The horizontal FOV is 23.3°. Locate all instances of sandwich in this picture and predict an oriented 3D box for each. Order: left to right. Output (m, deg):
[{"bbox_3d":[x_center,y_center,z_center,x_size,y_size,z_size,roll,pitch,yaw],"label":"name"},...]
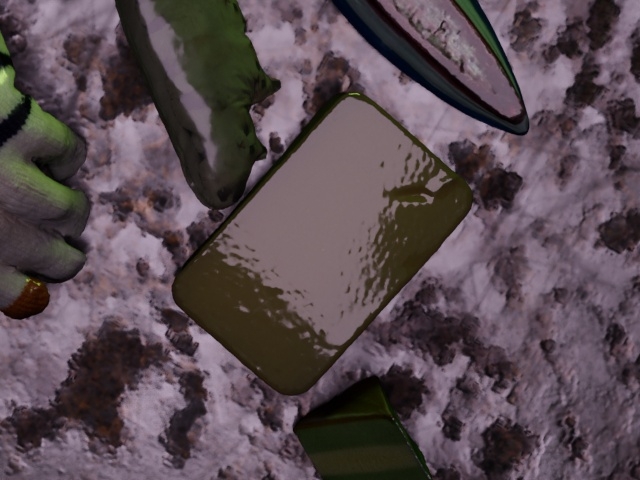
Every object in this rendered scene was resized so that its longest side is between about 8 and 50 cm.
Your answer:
[{"bbox_3d":[0.030,0.153,1.082,0.074,0.116,0.074,-31,98,1],"label":"sandwich"}]

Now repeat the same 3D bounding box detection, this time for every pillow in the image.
[{"bbox_3d":[-0.087,-0.144,1.063,0.093,0.051,0.241,-26,97,-29],"label":"pillow"}]

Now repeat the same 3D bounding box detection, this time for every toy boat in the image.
[{"bbox_3d":[0.070,-0.157,1.079,0.080,0.046,0.229,-42,96,0],"label":"toy boat"}]

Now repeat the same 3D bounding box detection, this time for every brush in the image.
[{"bbox_3d":[0.000,0.000,1.088,0.123,0.059,0.197,41,95,-10],"label":"brush"}]

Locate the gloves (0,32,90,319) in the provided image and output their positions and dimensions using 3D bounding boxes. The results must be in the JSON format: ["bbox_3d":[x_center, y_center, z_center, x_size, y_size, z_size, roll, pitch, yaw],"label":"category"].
[{"bbox_3d":[-0.234,-0.051,1.038,0.140,0.131,0.219,-19,89,3],"label":"gloves"}]
